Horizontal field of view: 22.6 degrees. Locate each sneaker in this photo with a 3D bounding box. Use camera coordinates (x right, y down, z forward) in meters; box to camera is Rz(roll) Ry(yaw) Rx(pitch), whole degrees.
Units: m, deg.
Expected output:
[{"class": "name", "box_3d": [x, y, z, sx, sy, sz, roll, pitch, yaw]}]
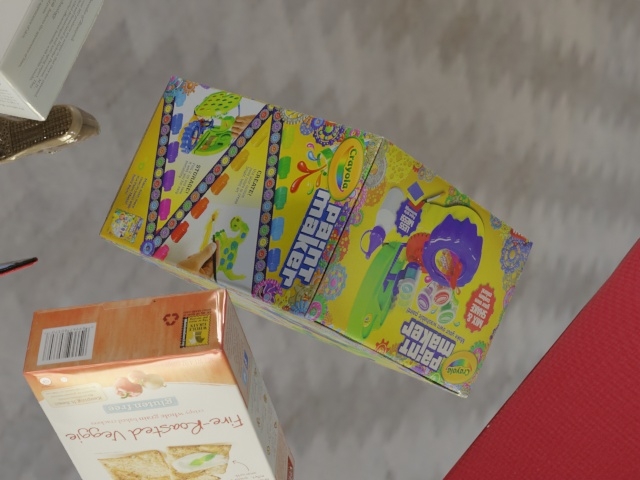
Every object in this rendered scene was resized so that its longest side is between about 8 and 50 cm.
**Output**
[{"class": "sneaker", "box_3d": [-0.363, -0.127, 2.019, 0.071, 0.188, 0.066, 17, 70, -58]}]

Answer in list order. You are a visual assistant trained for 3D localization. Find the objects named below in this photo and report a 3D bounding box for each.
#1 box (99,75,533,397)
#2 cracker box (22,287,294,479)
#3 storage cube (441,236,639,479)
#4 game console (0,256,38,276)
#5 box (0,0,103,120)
[{"class": "box", "box_3d": [0.000, 0.000, 1.556, 0.290, 0.279, 0.177, 30, 82, -51]}, {"class": "cracker box", "box_3d": [-0.121, 0.142, 1.266, 0.232, 0.155, 0.067, 71, 15, -46]}, {"class": "storage cube", "box_3d": [0.192, 0.134, 0.690, 0.193, 0.215, 0.184, -49, 126, -13]}, {"class": "game console", "box_3d": [-0.338, 0.012, 1.361, 0.144, 0.124, 0.085, -21, 157, -42]}, {"class": "box", "box_3d": [-0.386, -0.256, 1.892, 0.182, 0.181, 0.119, -68, 153, -20]}]
